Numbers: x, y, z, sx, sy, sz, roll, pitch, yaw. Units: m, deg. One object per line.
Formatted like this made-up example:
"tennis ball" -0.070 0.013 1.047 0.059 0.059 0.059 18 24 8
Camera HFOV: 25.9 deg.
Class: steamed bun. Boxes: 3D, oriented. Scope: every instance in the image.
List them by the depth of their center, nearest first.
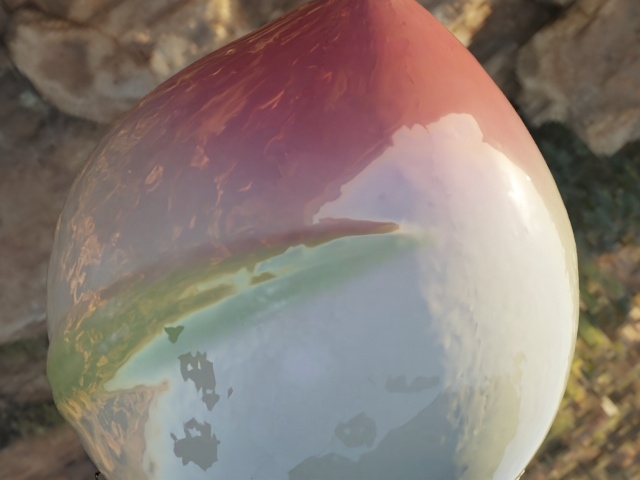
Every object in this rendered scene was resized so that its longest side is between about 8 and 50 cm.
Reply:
"steamed bun" 0.000 0.000 0.754 0.309 0.309 0.309 -29 153 -16
